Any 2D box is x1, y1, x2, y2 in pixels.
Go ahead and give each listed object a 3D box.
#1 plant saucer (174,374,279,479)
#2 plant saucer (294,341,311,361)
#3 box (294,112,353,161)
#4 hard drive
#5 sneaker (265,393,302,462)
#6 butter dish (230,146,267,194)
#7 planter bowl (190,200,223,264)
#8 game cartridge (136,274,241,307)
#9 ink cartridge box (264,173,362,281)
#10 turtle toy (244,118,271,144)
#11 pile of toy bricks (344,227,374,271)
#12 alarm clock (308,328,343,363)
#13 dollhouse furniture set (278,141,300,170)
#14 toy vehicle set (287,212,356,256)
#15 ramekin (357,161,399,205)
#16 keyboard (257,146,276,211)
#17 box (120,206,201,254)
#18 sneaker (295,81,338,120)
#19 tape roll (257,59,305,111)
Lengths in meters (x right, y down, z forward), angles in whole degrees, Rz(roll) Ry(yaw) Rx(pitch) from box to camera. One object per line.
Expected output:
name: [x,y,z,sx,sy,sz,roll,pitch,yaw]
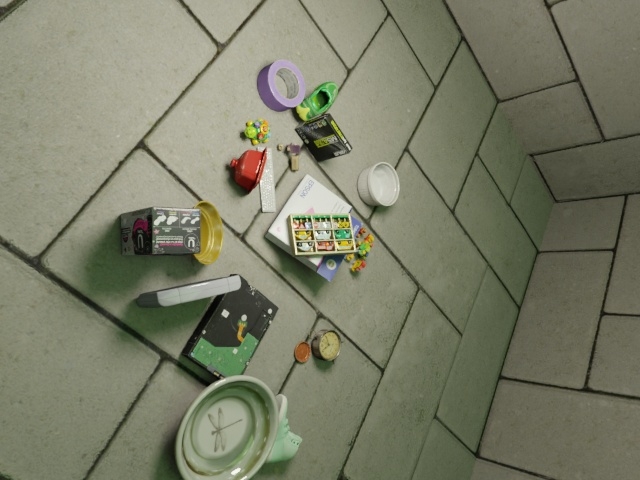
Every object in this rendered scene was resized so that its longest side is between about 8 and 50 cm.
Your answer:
plant saucer: [-0.330,0.655,1.724,0.400,0.100,0.401,-4,97,-40]
plant saucer: [-0.074,0.457,2.044,0.083,0.013,0.083,3,86,-42]
box: [0.012,-0.424,2.070,0.184,0.190,0.045,55,52,-26]
hard drive: [-0.318,0.322,1.800,0.237,0.064,0.339,45,59,-31]
sneaker: [-0.137,0.719,1.911,0.151,0.094,0.256,15,87,-35]
butter dish: [-0.276,-0.270,1.846,0.118,0.160,0.160,18,73,-16]
planter bowl: [-0.423,-0.024,1.691,0.217,0.090,0.217,-3,90,-71]
game cartridge: [-0.421,0.167,1.628,0.297,0.198,0.062,-10,94,-42]
ink cartridge box: [-0.009,-0.055,2.027,0.330,0.071,0.324,34,61,-8]
turtle toy: [-0.242,-0.422,1.922,0.130,0.066,0.095,-25,103,-41]
pile of toy bricks: [0.195,0.032,2.257,0.118,0.105,0.212,52,56,-27]
alarm clock: [0.012,0.429,2.090,0.192,0.064,0.129,44,60,-34]
dollhouse furniture set: [-0.126,-0.351,2.062,0.081,0.091,0.114,-87,177,-65]
toy vehicle set: [0.007,-0.024,1.964,0.266,0.035,0.166,-2,74,-26]
ramekin: [0.266,-0.260,2.342,0.207,0.109,0.207,4,84,-43]
keyboard: [-0.212,-0.241,1.971,0.072,0.014,0.256,-4,90,-42]
box: [-0.498,-0.022,1.538,0.163,0.247,0.142,0,87,-42]
sneaker: [0.012,-0.598,2.117,0.109,0.123,0.295,57,43,-21]
tape roll: [-0.157,-0.622,2.007,0.189,0.080,0.189,4,83,-41]
